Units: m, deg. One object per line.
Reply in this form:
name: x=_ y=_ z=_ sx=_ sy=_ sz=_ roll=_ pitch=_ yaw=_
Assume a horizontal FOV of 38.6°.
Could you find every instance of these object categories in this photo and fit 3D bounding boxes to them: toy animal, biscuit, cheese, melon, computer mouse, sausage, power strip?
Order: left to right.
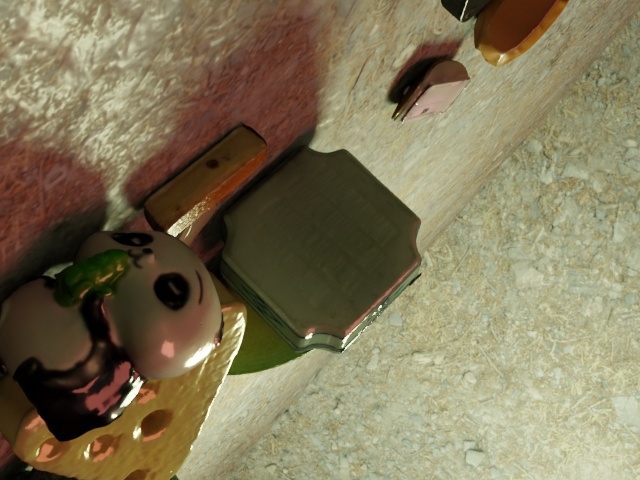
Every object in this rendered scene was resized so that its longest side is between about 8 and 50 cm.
toy animal: x=-0.251 y=0.098 z=1.081 sx=0.266 sy=0.212 sz=0.212 roll=-39 pitch=166 yaw=-13
cheese: x=-0.306 y=0.228 z=1.332 sx=0.384 sy=0.104 sz=0.384 roll=-30 pitch=143 yaw=-26
power strip: x=-0.206 y=0.001 z=1.317 sx=0.191 sy=0.030 sz=0.047 roll=-53 pitch=165 yaw=26
biscuit: x=-0.151 y=-0.079 z=1.200 sx=0.188 sy=0.056 sz=0.052 roll=-43 pitch=169 yaw=-23
melon: x=-0.126 y=0.113 z=1.608 sx=0.343 sy=0.331 sz=0.226 roll=-37 pitch=131 yaw=-10
computer mouse: x=0.207 y=-0.282 z=1.736 sx=0.126 sy=0.056 sz=0.245 roll=-53 pitch=166 yaw=30
sausage: x=0.378 y=-0.433 z=1.692 sx=0.241 sy=0.120 sz=0.136 roll=-52 pitch=-179 yaw=20

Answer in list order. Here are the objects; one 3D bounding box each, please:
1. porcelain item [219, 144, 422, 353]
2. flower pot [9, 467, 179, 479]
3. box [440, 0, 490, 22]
porcelain item: x=0.000 y=0.018 z=1.465 sx=0.281 sy=0.286 sz=0.157 roll=-44 pitch=170 yaw=-18
flower pot: x=-0.411 y=0.478 z=1.550 sx=0.283 sy=0.299 sz=0.299 roll=-51 pitch=167 yaw=3
box: x=0.336 y=-0.511 z=1.459 sx=0.350 sy=0.058 sz=0.211 roll=-44 pitch=166 yaw=-15
